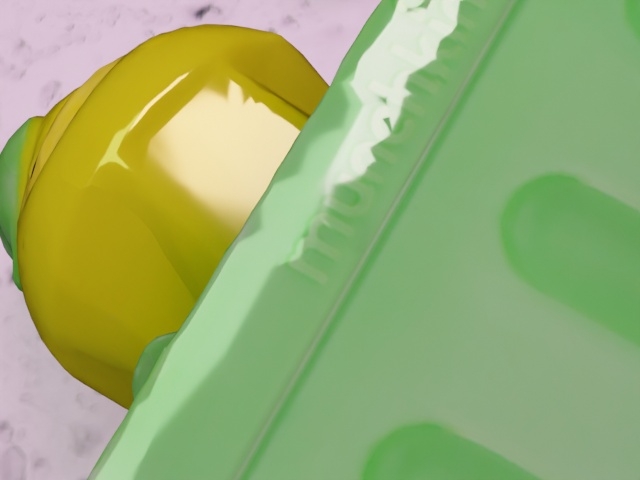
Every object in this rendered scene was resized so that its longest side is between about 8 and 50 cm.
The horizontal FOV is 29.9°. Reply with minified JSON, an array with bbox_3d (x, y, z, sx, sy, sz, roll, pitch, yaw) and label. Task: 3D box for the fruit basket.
[{"bbox_3d":[0.000,0.000,0.462,0.392,0.283,0.392,-2,69,6],"label":"fruit basket"}]
